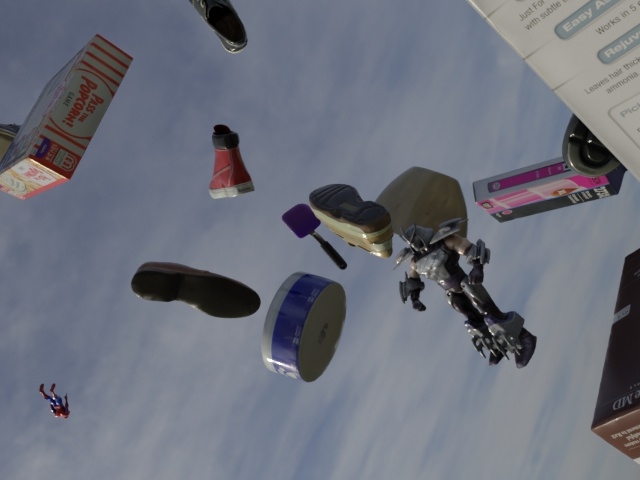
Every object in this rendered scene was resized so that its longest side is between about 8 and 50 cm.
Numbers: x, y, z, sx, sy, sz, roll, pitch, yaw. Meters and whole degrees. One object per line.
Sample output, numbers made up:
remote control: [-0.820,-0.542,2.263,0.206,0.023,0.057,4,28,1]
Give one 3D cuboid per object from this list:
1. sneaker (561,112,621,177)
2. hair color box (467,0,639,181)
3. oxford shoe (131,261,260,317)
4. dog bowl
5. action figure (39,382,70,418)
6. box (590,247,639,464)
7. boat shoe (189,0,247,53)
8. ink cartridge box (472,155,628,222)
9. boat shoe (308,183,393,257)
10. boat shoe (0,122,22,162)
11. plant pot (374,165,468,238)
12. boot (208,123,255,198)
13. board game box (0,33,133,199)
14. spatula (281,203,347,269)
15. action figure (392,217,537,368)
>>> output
sneaker: [0.369,-0.211,0.744,0.267,0.101,0.106,-65,-6,23]
hair color box: [0.278,-0.183,0.487,0.374,0.185,0.114,38,-134,-18]
oxford shoe: [-0.202,0.072,1.025,0.076,0.212,0.076,-104,33,-66]
dog bowl: [-0.036,0.216,1.541,0.265,0.104,0.265,-43,-40,-51]
action figure: [-0.538,0.331,1.255,0.030,0.038,0.115,-97,4,-49]
box: [0.547,0.138,0.916,0.381,0.143,0.191,-57,0,-40]
boat shoe: [-0.243,-0.536,1.383,0.084,0.079,0.233,-35,-79,2]
ink cartridge box: [0.560,-0.134,1.421,0.175,0.371,0.069,24,-125,-51]
boat shoe: [0.039,-0.023,0.834,0.068,0.190,0.072,-26,-63,-11]
boat shoe: [-0.511,-0.160,1.031,0.075,0.065,0.206,-43,-28,17]
plant pot: [0.283,-0.094,1.676,0.284,0.284,0.191,12,-83,-58]
boot: [-0.241,-0.198,1.539,0.088,0.244,0.176,-19,-82,-22]
board game box: [-0.287,-0.126,0.664,0.045,0.193,0.147,32,-111,-32]
spatula: [0.000,0.000,1.762,0.084,0.030,0.296,-37,-48,7]
action figure: [0.226,0.078,0.992,0.285,0.185,0.099,47,-125,-6]
